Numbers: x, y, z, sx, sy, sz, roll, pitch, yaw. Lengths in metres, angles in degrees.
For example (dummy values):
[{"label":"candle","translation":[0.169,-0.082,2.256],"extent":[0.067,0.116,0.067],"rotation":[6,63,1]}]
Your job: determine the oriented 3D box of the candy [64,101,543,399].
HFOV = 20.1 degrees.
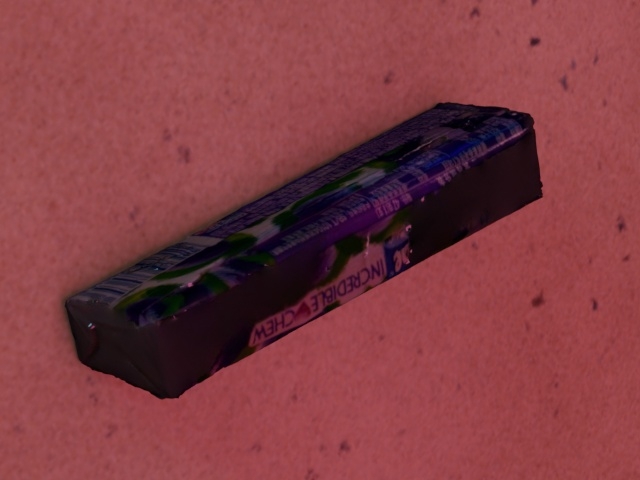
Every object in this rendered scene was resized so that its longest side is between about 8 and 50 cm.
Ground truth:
[{"label":"candy","translation":[0.000,0.000,1.051],"extent":[0.312,0.088,0.061],"rotation":[-28,115,-34]}]
